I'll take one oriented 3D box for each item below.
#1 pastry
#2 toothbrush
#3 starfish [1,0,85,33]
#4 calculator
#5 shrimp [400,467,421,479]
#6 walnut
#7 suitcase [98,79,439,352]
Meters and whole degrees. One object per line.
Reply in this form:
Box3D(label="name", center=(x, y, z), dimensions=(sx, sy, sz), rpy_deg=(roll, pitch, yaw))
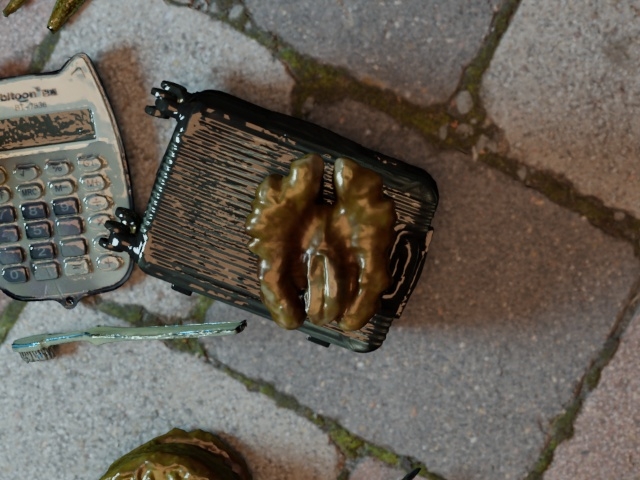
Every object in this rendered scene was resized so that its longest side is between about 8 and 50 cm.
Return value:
Box3D(label="pastry", center=(-0.158, 0.297, 1.748), dimensions=(0.188, 0.103, 0.189), rpy_deg=(1, 101, 5))
Box3D(label="toothbrush", center=(-0.200, 0.098, 1.706), dimensions=(0.294, 0.026, 0.028), rpy_deg=(-10, 115, 30))
Box3D(label="starfish", center=(-0.254, -0.317, 1.676), dimensions=(0.216, 0.050, 0.223), rpy_deg=(28, 97, 7))
Box3D(label="calculator", center=(-0.283, -0.057, 1.725), dimensions=(0.177, 0.040, 0.268), rpy_deg=(-5, 101, 7))
Box3D(label="shrimp", center=(-0.016, 0.389, 1.748), dimensions=(0.372, 0.172, 0.137), rpy_deg=(-36, 73, -2))
Box3D(label="walnut", center=(0.000, 0.000, 1.564), dimensions=(0.142, 0.069, 0.170), rpy_deg=(4, 102, 0))
Box3D(label="suitcase", center=(-0.045, -0.026, 1.661), dimensions=(0.312, 0.128, 0.202), rpy_deg=(20, 101, -1))
